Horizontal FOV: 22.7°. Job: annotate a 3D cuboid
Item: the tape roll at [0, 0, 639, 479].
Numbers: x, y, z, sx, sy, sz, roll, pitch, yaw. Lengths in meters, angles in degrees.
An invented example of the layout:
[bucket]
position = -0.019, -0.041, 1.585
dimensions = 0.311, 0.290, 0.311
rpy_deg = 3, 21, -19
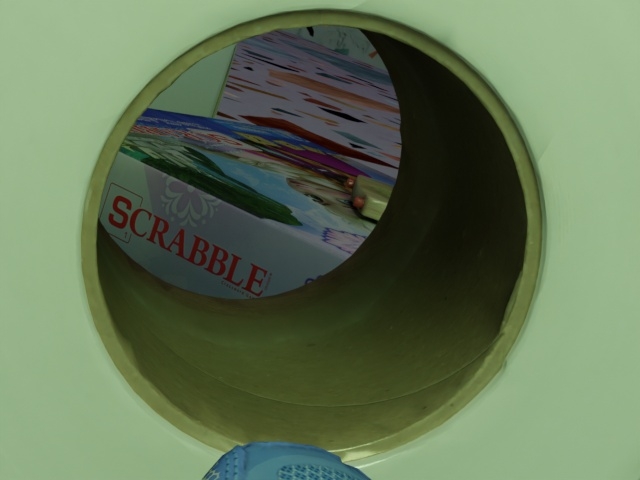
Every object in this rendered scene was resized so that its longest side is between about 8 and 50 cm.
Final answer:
[tape roll]
position = -0.014, -0.017, 0.513
dimensions = 0.246, 0.246, 0.169
rpy_deg = 16, 10, -14

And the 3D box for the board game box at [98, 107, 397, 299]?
[board game box]
position = 0.000, 0.000, 0.949
dimensions = 0.318, 0.066, 0.318
rpy_deg = 25, 12, 30

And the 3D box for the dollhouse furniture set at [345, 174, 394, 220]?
[dollhouse furniture set]
position = 0.092, -0.074, 0.947
dimensions = 0.129, 0.129, 0.184
rpy_deg = 19, 12, -8

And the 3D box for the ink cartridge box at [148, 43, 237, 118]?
[ink cartridge box]
position = -0.240, -0.144, 1.131
dimensions = 0.289, 0.122, 0.211
rpy_deg = 25, 11, 34

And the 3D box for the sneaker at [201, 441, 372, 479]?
[sneaker]
position = 0.080, 0.108, 0.290
dimensions = 0.129, 0.147, 0.330
rpy_deg = 10, 12, -39
